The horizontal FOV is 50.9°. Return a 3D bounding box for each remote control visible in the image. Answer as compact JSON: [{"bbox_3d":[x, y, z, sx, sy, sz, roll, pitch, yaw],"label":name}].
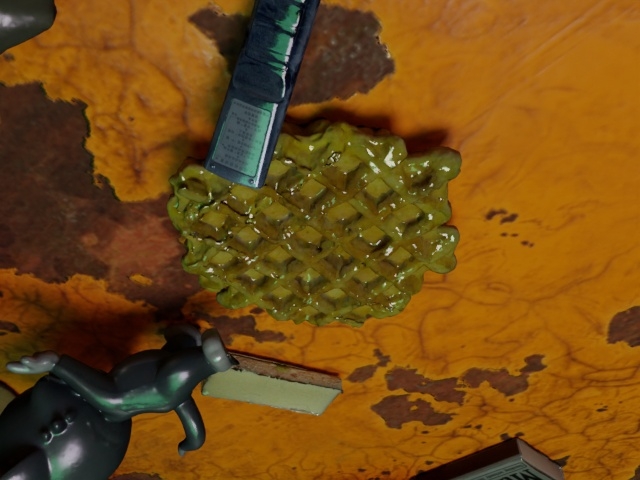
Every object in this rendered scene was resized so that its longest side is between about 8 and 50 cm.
[{"bbox_3d":[-0.037,-0.108,0.435,0.044,0.027,0.152,18,114,-3],"label":"remote control"}]

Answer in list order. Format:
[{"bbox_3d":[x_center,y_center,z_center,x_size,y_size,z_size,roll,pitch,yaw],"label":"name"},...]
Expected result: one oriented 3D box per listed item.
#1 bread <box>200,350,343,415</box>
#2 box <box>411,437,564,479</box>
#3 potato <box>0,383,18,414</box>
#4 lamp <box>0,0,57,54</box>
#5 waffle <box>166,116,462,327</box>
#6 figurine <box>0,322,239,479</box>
[{"bbox_3d":[-0.055,0.161,0.751,0.154,0.028,0.068,15,135,-15],"label":"bread"},{"bbox_3d":[0.228,0.332,0.922,0.177,0.035,0.115,-34,127,30],"label":"box"},{"bbox_3d":[-0.495,0.217,0.761,0.299,0.116,0.239,19,129,-20],"label":"potato"},{"bbox_3d":[-0.281,-0.139,0.392,0.250,0.101,0.101,-3,136,-6],"label":"lamp"},{"bbox_3d":[0.000,0.000,0.562,0.243,0.058,0.237,2,137,-3],"label":"waffle"},{"bbox_3d":[-0.195,0.164,0.655,0.265,0.140,0.193,-13,174,6],"label":"figurine"}]
